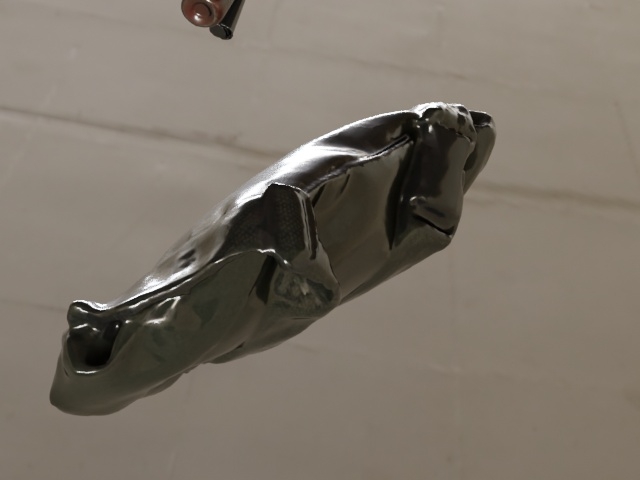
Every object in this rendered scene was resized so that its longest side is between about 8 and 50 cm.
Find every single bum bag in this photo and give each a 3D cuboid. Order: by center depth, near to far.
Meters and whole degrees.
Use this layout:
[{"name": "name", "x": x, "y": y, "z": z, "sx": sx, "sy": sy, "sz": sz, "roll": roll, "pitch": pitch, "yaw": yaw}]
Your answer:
[{"name": "bum bag", "x": 0.000, "y": 0.000, "z": 0.720, "sx": 0.079, "sy": 0.142, "sz": 0.326, "roll": 52, "pitch": -144, "yaw": 4}]

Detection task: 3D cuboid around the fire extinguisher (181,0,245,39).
[{"name": "fire extinguisher", "x": -0.046, "y": -0.144, "z": 0.806, "sx": 0.032, "sy": 0.046, "sz": 0.100, "roll": -9, "pitch": -142, "yaw": 30}]
